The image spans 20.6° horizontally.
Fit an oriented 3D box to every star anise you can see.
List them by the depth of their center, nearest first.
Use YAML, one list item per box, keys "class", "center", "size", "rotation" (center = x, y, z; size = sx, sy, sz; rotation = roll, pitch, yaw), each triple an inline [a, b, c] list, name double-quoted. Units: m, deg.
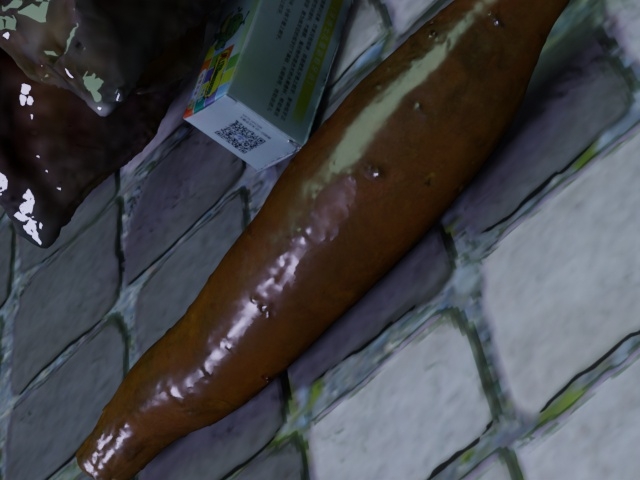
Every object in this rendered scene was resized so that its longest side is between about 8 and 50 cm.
- class: "star anise"
  center: [-0.090, -0.156, 0.806]
  size: [0.332, 0.117, 0.332]
  rotation: [-60, 12, 22]

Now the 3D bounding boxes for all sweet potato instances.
- class: "sweet potato"
  center: [-0.001, 0.000, 0.622]
  size: [0.264, 0.057, 0.057]
  rotation: [-47, 28, 16]

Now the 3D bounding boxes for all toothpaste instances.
- class: "toothpaste"
  center: [-0.011, -0.107, 0.766]
  size: [0.034, 0.046, 0.164]
  rotation: [-25, 39, 48]
